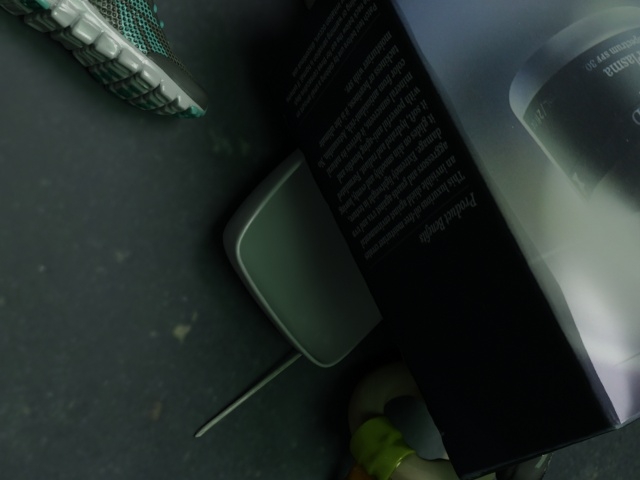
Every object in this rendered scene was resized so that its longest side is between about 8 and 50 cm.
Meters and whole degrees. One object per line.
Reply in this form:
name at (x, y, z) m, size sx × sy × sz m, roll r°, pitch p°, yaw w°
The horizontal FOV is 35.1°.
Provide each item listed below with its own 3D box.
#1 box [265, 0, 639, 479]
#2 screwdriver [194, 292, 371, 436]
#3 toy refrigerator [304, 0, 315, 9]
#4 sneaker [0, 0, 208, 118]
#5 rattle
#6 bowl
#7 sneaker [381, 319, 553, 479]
box at (0.174, -0.051, 0.643) m, size 0.296 × 0.183 × 0.294 m, roll -21°, pitch 79°, yaw -27°
screwdriver at (-0.025, 0.090, 0.747) m, size 0.170 × 0.024 × 0.025 m, roll -33°, pitch 147°, yaw -25°
toy refrigerator at (0.107, -0.256, 0.731) m, size 0.269 × 0.094 × 0.102 m, roll -28°, pitch 115°, yaw -29°
sneaker at (-0.120, -0.138, 0.605) m, size 0.166 × 0.065 × 0.076 m, roll 41°, pitch 70°, yaw -37°
rattle at (0.090, 0.157, 0.825) m, size 0.200 × 0.130 × 0.143 m, roll -55°, pitch 152°, yaw -53°
bowl at (0.000, 0.000, 0.727) m, size 0.142 × 0.053 × 0.142 m, roll -46°, pitch 123°, yaw -20°
sneaker at (0.103, 0.086, 0.754) m, size 0.132 × 0.229 × 0.086 m, roll 14°, pitch 127°, yaw -2°
